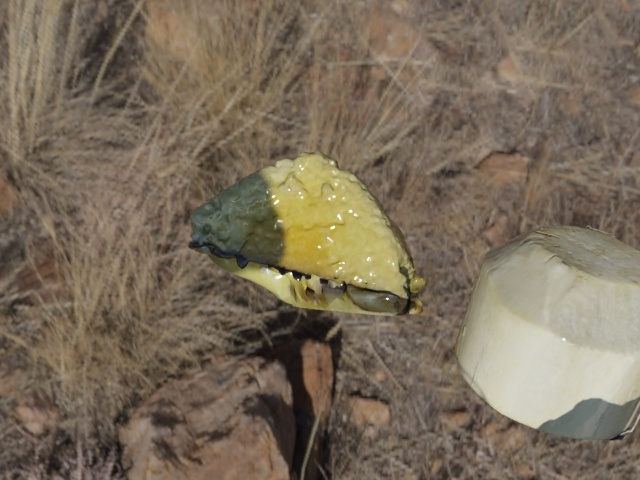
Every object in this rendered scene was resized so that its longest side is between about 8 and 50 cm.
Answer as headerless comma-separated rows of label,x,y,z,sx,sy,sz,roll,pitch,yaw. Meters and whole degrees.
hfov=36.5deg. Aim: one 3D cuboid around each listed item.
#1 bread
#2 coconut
bread,0.000,0.000,1.090,0.262,0.204,0.163,18,80,14
coconut,0.345,0.143,1.400,0.322,0.323,0.323,-2,54,2
